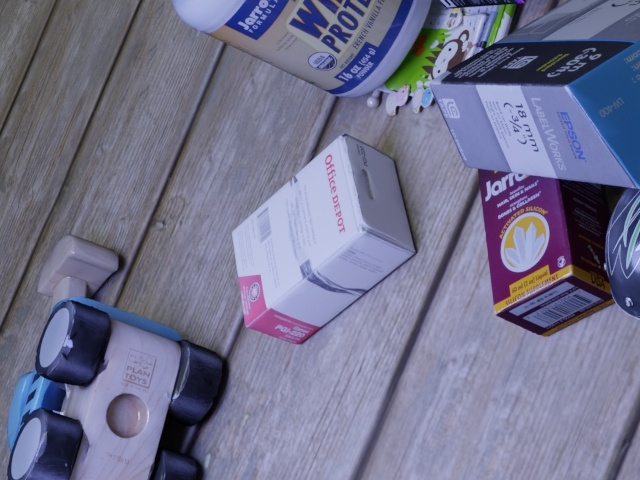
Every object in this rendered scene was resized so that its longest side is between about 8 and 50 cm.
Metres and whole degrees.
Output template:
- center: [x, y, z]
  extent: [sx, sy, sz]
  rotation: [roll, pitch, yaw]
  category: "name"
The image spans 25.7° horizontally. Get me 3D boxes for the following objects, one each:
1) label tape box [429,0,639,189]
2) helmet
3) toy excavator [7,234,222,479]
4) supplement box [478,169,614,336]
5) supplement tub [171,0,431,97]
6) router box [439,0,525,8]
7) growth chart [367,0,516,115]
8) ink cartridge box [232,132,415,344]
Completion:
- center: [0.292, -0.150, 1.259]
  extent: [0.240, 0.106, 0.333]
  rotation: [-32, 19, -20]
  category: "label tape box"
- center: [0.330, 0.002, 1.216]
  extent: [0.169, 0.161, 0.169]
  rotation: [-29, 50, 40]
  category: "helmet"
- center: [-0.330, 0.178, 1.940]
  extent: [0.445, 0.222, 0.433]
  rotation: [-15, 57, 57]
  category: "toy excavator"
- center: [0.229, -0.013, 1.422]
  extent: [0.104, 0.081, 0.188]
  rotation: [-32, 47, 38]
  category: "supplement box"
- center: [-0.043, -0.333, 1.725]
  extent: [0.228, 0.316, 0.228]
  rotation: [-42, 36, 41]
  category: "supplement tub"
- center: [0.219, -0.353, 1.626]
  extent: [0.133, 0.046, 0.179]
  rotation: [8, 63, 53]
  category: "router box"
- center: [0.150, -0.237, 1.702]
  extent: [0.237, 0.021, 0.172]
  rotation: [-3, 67, 53]
  category: "growth chart"
- center: [0.000, 0.000, 1.697]
  extent: [0.218, 0.092, 0.159]
  rotation: [-41, 43, 33]
  category: "ink cartridge box"
